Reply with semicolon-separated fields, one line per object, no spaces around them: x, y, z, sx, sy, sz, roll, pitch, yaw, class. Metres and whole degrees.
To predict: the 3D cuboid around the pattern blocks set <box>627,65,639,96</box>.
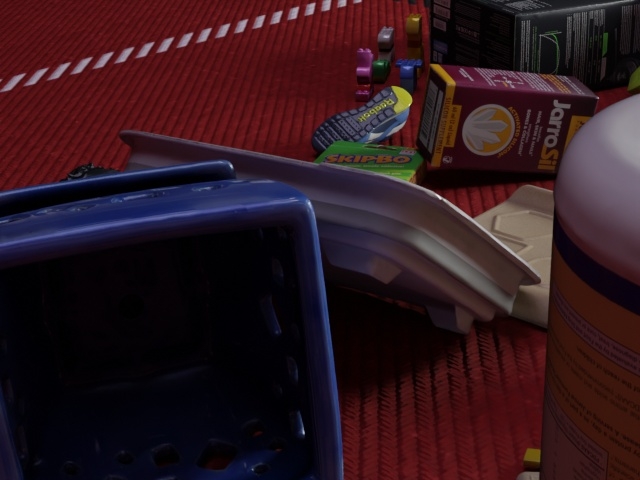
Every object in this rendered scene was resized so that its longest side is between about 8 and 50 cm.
0.513;-0.291;1.560;0.026;0.285;0.325;39;33;-10;pattern blocks set

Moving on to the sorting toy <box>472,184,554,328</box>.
0.218;0.017;1.169;0.193;0.038;0.208;19;37;39;sorting toy

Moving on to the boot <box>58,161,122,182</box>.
-0.212;-0.003;1.167;0.246;0.094;0.207;3;28;26;boot

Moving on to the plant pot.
-0.132;0.069;0.856;0.235;0.236;0.212;-11;19;-15;plant pot

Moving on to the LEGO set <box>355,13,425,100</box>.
0.115;-0.286;1.767;0.087;0.093;0.227;3;25;12;LEGO set

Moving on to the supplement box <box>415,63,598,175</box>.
0.217;-0.141;1.392;0.188;0.104;0.081;3;25;-13;supplement box

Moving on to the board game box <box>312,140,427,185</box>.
0.034;-0.056;1.337;0.124;0.039;0.259;8;28;18;board game box

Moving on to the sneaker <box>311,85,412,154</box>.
0.055;-0.140;1.511;0.144;0.059;0.053;-27;63;-15;sneaker

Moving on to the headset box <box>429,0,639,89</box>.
0.343;-0.317;1.771;0.283;0.131;0.246;-13;26;-22;headset box

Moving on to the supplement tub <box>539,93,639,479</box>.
0.234;0.105;0.607;0.241;0.331;0.241;-1;25;1;supplement tub

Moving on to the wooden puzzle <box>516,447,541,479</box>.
0.175;0.184;0.826;0.078;0.014;0.116;-1;24;12;wooden puzzle

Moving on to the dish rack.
0.000;0.000;1.039;0.332;0.072;0.285;14;-10;34;dish rack
